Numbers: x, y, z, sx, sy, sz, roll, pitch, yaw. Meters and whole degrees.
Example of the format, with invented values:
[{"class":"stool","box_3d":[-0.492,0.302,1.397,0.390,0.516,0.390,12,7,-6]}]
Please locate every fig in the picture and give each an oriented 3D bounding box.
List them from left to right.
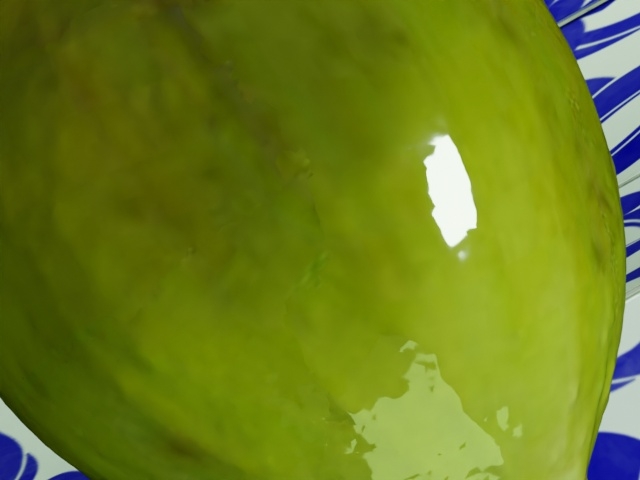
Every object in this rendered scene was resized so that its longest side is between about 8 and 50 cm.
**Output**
[{"class":"fig","box_3d":[-0.011,0.003,0.859,0.343,0.343,0.343,-27,163,-9]}]
